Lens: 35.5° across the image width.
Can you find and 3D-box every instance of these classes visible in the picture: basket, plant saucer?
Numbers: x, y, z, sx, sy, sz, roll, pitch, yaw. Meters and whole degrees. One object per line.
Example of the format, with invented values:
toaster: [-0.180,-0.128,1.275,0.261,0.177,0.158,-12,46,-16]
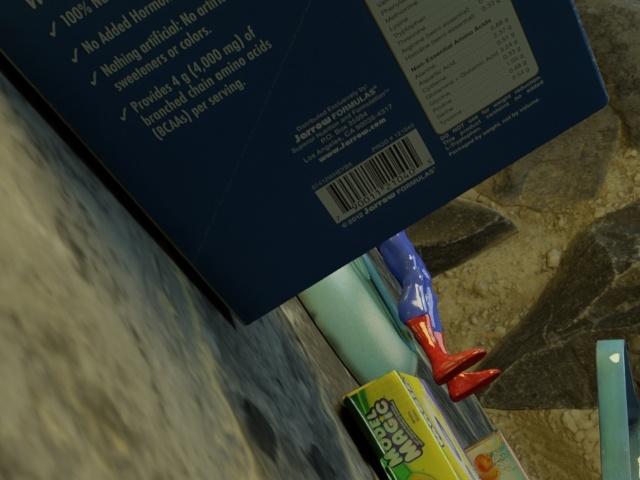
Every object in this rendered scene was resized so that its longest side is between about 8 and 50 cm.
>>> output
basket: [0.284,0.260,0.921,0.255,0.201,0.288,51,42,-55]
plant saucer: [0.000,0.000,0.842,0.317,0.044,0.317,58,5,-9]

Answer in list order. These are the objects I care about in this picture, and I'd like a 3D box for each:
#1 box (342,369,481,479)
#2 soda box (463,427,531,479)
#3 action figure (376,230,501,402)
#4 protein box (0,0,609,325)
box: [0.066,0.139,0.649,0.105,0.043,0.179,60,8,14]
soda box: [0.218,0.298,1.077,0.183,0.058,0.063,60,5,9]
action figure: [0.099,-0.011,0.894,0.280,0.139,0.091,59,3,31]
protein box: [-0.016,-0.110,0.437,0.201,0.200,0.136,54,7,-41]
